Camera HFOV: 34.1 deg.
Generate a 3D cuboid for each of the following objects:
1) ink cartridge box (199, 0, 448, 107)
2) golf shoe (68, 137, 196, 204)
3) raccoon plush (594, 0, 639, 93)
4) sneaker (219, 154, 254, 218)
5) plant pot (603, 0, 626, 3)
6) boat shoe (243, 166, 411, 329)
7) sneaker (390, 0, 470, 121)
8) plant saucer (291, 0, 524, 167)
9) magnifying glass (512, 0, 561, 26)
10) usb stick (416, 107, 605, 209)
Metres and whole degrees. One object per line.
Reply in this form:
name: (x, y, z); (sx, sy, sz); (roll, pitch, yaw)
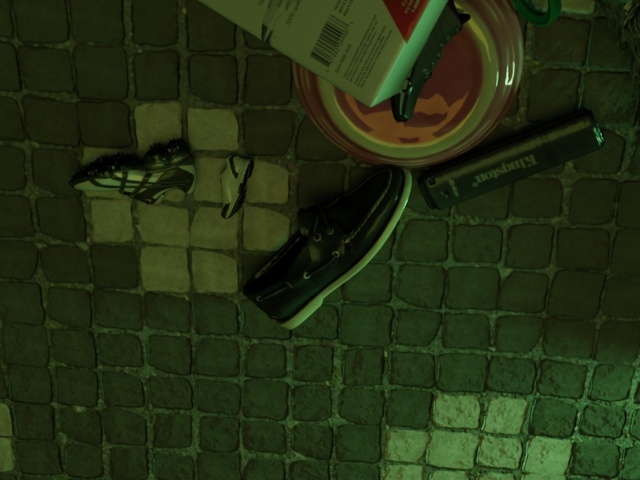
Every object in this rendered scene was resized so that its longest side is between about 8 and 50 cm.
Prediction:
ink cartridge box: (0.011, -0.323, 1.293); (0.273, 0.114, 0.197); (33, 115, 10)
golf shoe: (-0.285, -0.088, 1.596); (0.198, 0.077, 0.094); (-10, 117, 11)
raccoon plush: (0.393, -0.244, 1.314); (0.299, 0.216, 0.446); (13, 80, 1)
sneaker: (-0.137, -0.084, 1.613); (0.044, 0.040, 0.109); (24, 115, 10)
plant pot: (0.497, -0.393, 1.091); (0.334, 0.341, 0.341); (8, 119, -7)
boat shoe: (0.000, -0.002, 1.593); (0.113, 0.127, 0.340); (29, 127, -22)
sneaker: (0.146, -0.259, 1.376); (0.098, 0.083, 0.223); (3, 118, -3)
plant saucer: (0.122, -0.247, 1.476); (0.332, 0.084, 0.332); (2, 118, 3)
magnifying glass: (0.257, -0.393, 1.397); (0.026, 0.092, 0.231); (-34, 104, -14)
usb stick: (0.281, -0.118, 1.550); (0.278, 0.045, 0.077); (-21, 134, 15)
